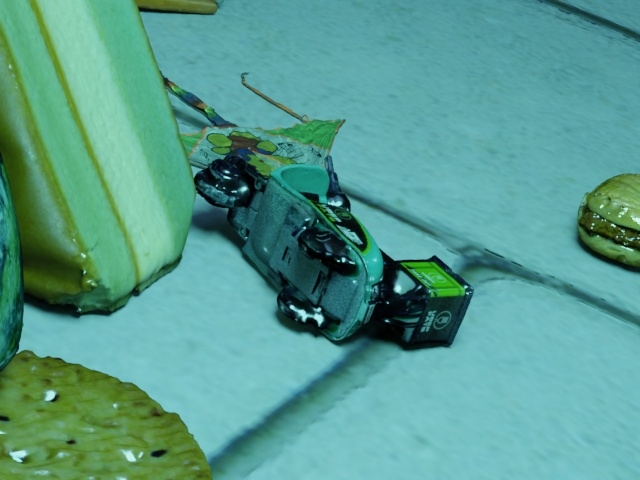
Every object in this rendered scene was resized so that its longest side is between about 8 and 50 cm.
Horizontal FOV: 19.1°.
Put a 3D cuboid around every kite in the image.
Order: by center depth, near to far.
[{"bbox_3d":[-0.073,-0.087,1.277,0.198,0.006,0.244,-9,34,-38],"label":"kite"}]

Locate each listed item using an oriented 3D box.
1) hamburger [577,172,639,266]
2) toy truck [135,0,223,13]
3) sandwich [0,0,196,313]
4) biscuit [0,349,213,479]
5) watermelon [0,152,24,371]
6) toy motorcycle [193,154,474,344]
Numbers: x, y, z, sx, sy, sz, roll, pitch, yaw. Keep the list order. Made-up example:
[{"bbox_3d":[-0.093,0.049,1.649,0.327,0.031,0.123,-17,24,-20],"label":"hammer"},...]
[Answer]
[{"bbox_3d":[0.204,-0.013,1.232,0.076,0.044,0.083,26,31,18],"label":"hamburger"},{"bbox_3d":[-0.118,-0.364,1.383,0.207,0.387,0.173,6,28,-29],"label":"toy truck"},{"bbox_3d":[-0.172,-0.102,1.040,0.227,0.198,0.155,23,27,17],"label":"sandwich"},{"bbox_3d":[-0.138,0.105,0.847,0.188,0.027,0.188,12,25,-6],"label":"biscuit"},{"bbox_3d":[-0.203,0.038,0.871,0.136,0.202,0.207,43,23,-32],"label":"watermelon"},{"bbox_3d":[0.000,0.000,1.092,0.100,0.058,0.173,1,30,-40],"label":"toy motorcycle"}]
